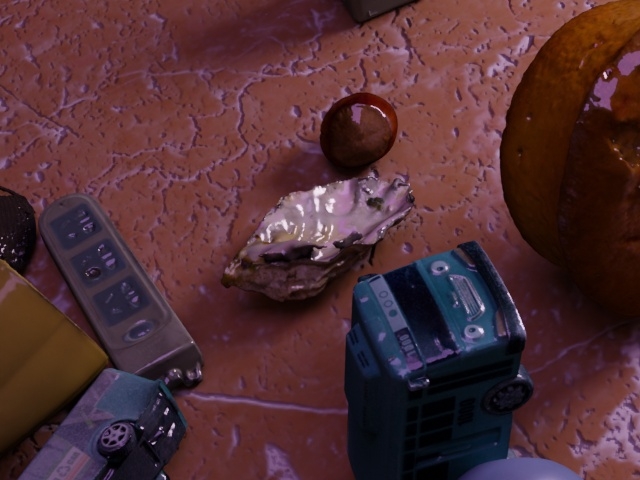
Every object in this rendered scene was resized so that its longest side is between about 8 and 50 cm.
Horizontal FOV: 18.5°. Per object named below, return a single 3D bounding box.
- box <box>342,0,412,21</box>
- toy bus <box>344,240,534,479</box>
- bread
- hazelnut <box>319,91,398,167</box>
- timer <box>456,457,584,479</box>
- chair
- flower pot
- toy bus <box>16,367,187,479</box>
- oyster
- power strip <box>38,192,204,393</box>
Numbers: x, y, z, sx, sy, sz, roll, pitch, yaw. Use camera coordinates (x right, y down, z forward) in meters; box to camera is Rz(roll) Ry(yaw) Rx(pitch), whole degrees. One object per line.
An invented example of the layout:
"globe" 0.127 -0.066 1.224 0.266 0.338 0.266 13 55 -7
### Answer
"box" 0.062 -0.318 2.147 0.124 0.172 0.093 -24 66 -5
"toy bus" 0.095 0.134 1.703 0.147 0.256 0.128 -15 50 -13
"bread" 0.305 -0.088 1.834 0.312 0.312 0.172 -41 42 -20
"hazelnut" 0.039 -0.118 2.046 0.086 0.086 0.086 -6 51 8
"timer" 0.176 0.295 1.625 0.175 0.175 0.255 -13 46 2
"chair" -0.418 -0.010 2.053 0.213 0.149 0.174 19 42 -27
"flower pot" -0.329 0.121 1.877 0.195 0.195 0.179 34 78 32
"toy bus" -0.226 0.240 1.813 0.109 0.091 0.261 16 55 36
"oyster" 0.009 -0.001 1.968 0.133 0.072 0.209 14 36 29
"power strip" -0.208 0.049 1.985 0.080 0.048 0.286 -27 50 -11
